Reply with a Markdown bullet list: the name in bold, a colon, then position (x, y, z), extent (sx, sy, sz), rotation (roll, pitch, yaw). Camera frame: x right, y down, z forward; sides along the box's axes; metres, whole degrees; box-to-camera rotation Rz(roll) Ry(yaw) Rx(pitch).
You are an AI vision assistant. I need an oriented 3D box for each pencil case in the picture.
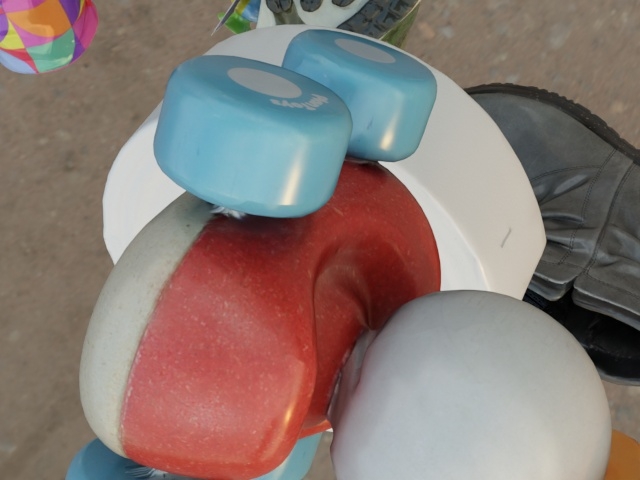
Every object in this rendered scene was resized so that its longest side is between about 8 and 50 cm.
- **pencil case**: position (-0.250, -0.227, 0.987), extent (0.104, 0.104, 0.236), rotation (9, 153, 18)

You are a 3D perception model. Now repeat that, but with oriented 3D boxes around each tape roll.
- **tape roll**: position (0.000, 0.000, 0.878), extent (0.286, 0.100, 0.286), rotation (16, 134, 17)

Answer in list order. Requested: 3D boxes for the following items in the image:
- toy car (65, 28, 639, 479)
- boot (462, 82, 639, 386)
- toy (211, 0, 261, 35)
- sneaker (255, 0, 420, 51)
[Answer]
- **toy car**: position (0.042, 0.059, 0.551), extent (0.238, 0.210, 0.219), rotation (25, 112, 15)
- **boot**: position (0.176, -0.018, 1.087), extent (0.338, 0.222, 0.118), rotation (21, 132, 36)
- **toy**: position (-0.006, -0.283, 1.223), extent (0.056, 0.137, 0.237), rotation (41, 110, -5)
- **sneaker**: position (0.036, -0.233, 1.145), extent (0.158, 0.182, 0.410), rotation (34, 137, 6)
